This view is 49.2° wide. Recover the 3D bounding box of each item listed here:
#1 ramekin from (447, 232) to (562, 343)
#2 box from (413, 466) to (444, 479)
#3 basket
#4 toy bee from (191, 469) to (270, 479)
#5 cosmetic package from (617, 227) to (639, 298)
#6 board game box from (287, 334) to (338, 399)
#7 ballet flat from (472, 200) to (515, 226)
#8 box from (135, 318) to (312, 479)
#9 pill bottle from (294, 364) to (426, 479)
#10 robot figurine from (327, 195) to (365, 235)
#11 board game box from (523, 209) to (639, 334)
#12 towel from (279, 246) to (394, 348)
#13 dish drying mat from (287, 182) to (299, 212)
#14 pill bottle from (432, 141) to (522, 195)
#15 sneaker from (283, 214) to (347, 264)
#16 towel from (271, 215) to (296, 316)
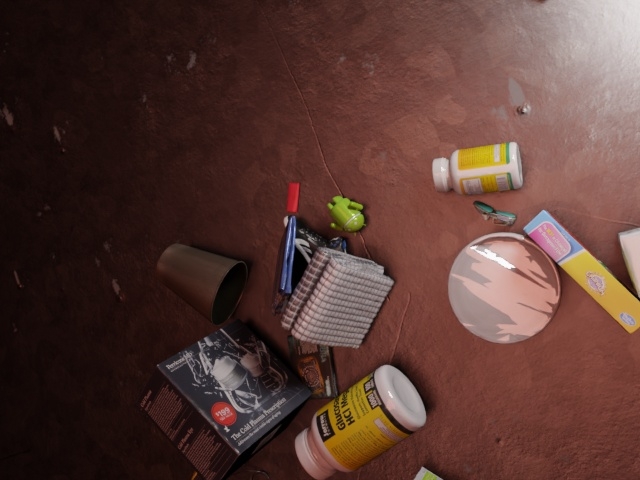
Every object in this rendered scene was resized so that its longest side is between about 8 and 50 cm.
[{"bbox_3d":[0.460,0.111,1.727,0.272,0.127,0.273,3,96,25],"label":"ramekin"},{"bbox_3d":[0.319,0.703,1.822,0.203,0.114,0.103,28,101,17],"label":"box"},{"bbox_3d":[-0.353,0.108,2.042,0.226,0.154,0.204,26,105,22],"label":"basket"},{"bbox_3d":[-0.300,0.627,2.037,0.298,0.162,0.195,13,95,20],"label":"toy bee"},{"bbox_3d":[0.865,0.004,1.527,0.384,0.217,0.156,-16,86,19],"label":"cosmetic package"},{"bbox_3d":[-0.022,0.357,1.987,0.126,0.026,0.186,-7,90,21],"label":"board game box"},{"bbox_3d":[0.438,-0.064,1.783,0.114,0.041,0.041,24,101,19],"label":"ballet flat"},{"bbox_3d":[-0.255,0.428,1.896,0.312,0.343,0.179,42,123,14],"label":"box"},{"bbox_3d":[0.098,0.493,1.859,0.334,0.188,0.188,-39,79,18],"label":"pill bottle"},{"bbox_3d":[0.072,-0.069,1.908,0.115,0.067,0.101,49,118,12],"label":"robot figurine"},{"bbox_3d":[0.611,0.063,1.612,0.316,0.242,0.064,47,106,12],"label":"board game box"},{"bbox_3d":[0.043,0.149,1.826,0.121,0.283,0.235,34,101,36],"label":"towel"},{"bbox_3d":[-0.078,-0.123,1.996,0.032,0.008,0.083,7,94,20],"label":"dish drying mat"},{"bbox_3d":[0.392,-0.175,1.752,0.208,0.117,0.118,-6,90,21],"label":"pill bottle"},{"bbox_3d":[0.000,0.000,1.940,0.121,0.079,0.217,-34,89,16],"label":"sneaker"},{"bbox_3d":[-0.095,0.074,1.859,0.034,0.285,0.209,8,72,-7],"label":"towel"}]
